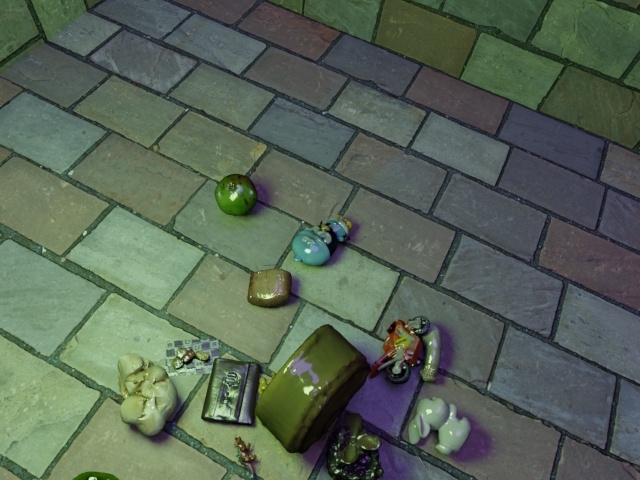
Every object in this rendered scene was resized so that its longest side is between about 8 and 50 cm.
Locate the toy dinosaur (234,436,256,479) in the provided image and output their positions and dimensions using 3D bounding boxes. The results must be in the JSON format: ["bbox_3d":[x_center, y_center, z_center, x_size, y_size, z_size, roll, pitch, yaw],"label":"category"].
[{"bbox_3d":[-0.250,0.725,1.699,0.055,0.049,0.154,-35,64,12],"label":"toy dinosaur"}]

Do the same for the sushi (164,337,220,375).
[{"bbox_3d":[-0.470,0.423,1.875,0.201,0.031,0.139,-2,58,-9],"label":"sushi"}]

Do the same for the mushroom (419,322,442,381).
[{"bbox_3d":[0.422,0.430,1.948,0.081,0.092,0.223,32,49,-39],"label":"mushroom"}]

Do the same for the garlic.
[{"bbox_3d":[-0.577,0.508,1.714,0.185,0.203,0.280,2,52,-28],"label":"garlic"}]

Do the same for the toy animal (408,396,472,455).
[{"bbox_3d":[0.419,0.655,1.787,0.193,0.127,0.178,28,60,7],"label":"toy animal"}]

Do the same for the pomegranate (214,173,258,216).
[{"bbox_3d":[-0.350,-0.180,2.158,0.182,0.224,0.181,-1,74,3],"label":"pomegranate"}]

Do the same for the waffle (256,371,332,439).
[{"bbox_3d":[-0.077,0.574,1.815,0.301,0.058,0.281,7,56,-3],"label":"waffle"}]

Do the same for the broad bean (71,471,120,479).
[{"bbox_3d":[-0.679,0.814,1.596,0.292,0.049,0.144,20,64,8],"label":"broad bean"}]

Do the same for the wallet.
[{"bbox_3d":[-0.314,0.535,1.815,0.182,0.049,0.229,7,56,-2],"label":"wallet"}]

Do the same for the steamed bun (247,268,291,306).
[{"bbox_3d":[-0.200,0.194,2.017,0.175,0.106,0.144,-4,63,7],"label":"steamed bun"}]

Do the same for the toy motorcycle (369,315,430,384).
[{"bbox_3d":[0.305,0.406,1.930,0.171,0.089,0.298,10,55,34],"label":"toy motorcycle"}]

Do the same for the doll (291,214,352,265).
[{"bbox_3d":[0.000,0.000,2.140,0.177,0.141,0.314,32,54,27],"label":"doll"}]

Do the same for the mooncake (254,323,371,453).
[{"bbox_3d":[-0.023,0.497,1.705,0.246,0.393,0.393,37,101,19],"label":"mooncake"}]

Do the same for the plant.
[{"bbox_3d":[0.111,0.701,1.663,0.178,0.233,0.204,12,52,-6],"label":"plant"}]
